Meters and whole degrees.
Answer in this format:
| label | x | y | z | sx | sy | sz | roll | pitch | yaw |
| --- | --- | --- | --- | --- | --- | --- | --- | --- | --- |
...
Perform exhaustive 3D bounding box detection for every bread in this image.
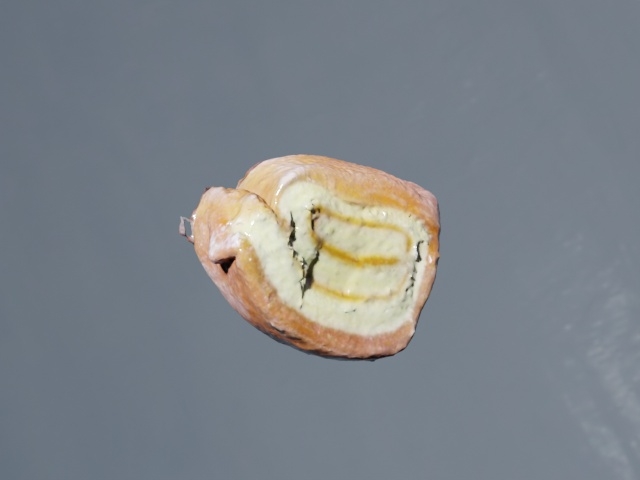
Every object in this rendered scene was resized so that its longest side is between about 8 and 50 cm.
| label | x | y | z | sx | sy | sz | roll | pitch | yaw |
| --- | --- | --- | --- | --- | --- | --- | --- | --- | --- |
| bread | -0.003 | 0.012 | 1.516 | 0.123 | 0.244 | 0.190 | 4 | 84 | 62 |
